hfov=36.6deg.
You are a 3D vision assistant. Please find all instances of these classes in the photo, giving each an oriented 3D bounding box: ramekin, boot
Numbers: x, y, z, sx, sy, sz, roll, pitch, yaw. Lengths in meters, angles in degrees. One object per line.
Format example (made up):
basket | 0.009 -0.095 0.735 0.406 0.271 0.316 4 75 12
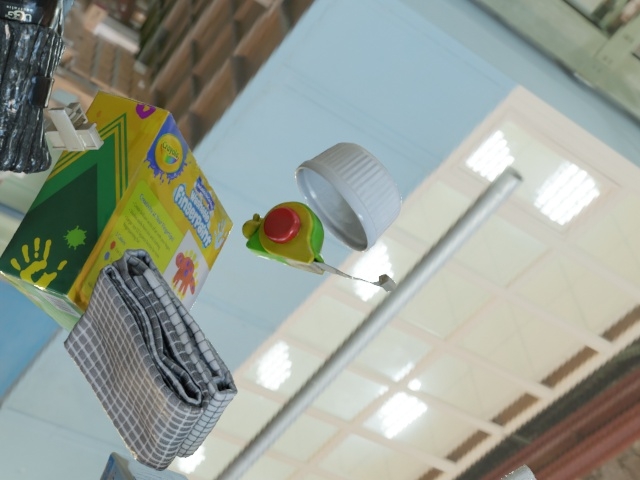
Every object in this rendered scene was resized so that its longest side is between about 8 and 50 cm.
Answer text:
ramekin | 0.059 -0.090 1.836 0.109 0.207 0.207 -41 -157 -17
boot | -0.382 -0.238 1.217 0.348 0.131 0.260 -116 -146 -70

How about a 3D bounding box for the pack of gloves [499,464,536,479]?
pack of gloves | 0.233 0.430 1.258 0.195 0.232 0.046 58 -16 19

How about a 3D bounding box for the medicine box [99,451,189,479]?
medicine box | -0.301 0.516 1.558 0.263 0.149 0.289 -68 -161 -6

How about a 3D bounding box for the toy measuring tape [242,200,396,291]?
toy measuring tape | 0.000 0.000 1.754 0.330 0.121 0.121 15 -103 29

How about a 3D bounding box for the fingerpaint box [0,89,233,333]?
fingerpaint box | -0.360 0.004 1.802 0.163 0.445 0.371 18 -110 19

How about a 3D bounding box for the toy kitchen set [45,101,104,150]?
toy kitchen set | -0.340 -0.175 1.355 0.083 0.068 0.075 2 -138 28

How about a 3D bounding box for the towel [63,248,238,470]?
towel | -0.265 0.183 1.458 0.283 0.121 0.235 53 -37 18
